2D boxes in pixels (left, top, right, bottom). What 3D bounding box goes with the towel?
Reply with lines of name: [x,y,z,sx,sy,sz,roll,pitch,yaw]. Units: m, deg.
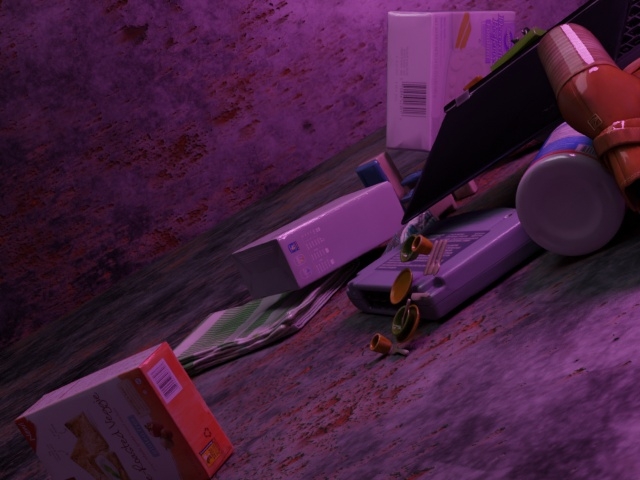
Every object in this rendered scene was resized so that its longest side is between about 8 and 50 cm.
towel: [-0.113,0.131,1.983,0.324,0.038,0.248,-25,10,34]

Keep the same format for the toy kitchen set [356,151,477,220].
toy kitchen set: [0.135,-0.083,2.064,0.207,0.122,0.166,-22,13,45]

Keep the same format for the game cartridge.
game cartridge: [0.164,0.028,1.605,0.198,0.062,0.297,-29,8,-16]

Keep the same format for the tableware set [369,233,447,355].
tableware set: [0.098,0.063,1.459,0.104,0.024,0.154,-4,64,69]

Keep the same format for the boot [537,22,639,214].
boot: [0.370,-0.113,1.340,0.109,0.220,0.283,-41,-39,27]

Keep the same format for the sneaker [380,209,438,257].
sneaker: [0.133,-0.001,1.840,0.076,0.065,0.166,-36,1,26]

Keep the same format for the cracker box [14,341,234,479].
cracker box: [-0.237,0.232,1.460,0.232,0.156,0.067,-25,11,35]

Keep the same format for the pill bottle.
pill bottle: [0.314,-0.076,1.456,0.124,0.124,0.221,-26,9,29]

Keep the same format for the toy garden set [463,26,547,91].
toy garden set: [0.383,-0.286,2.145,0.244,0.049,0.204,11,-39,-37]

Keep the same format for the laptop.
laptop: [0.363,-0.174,1.740,0.407,0.236,0.382,10,-31,-38]

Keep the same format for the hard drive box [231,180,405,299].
hard drive box: [0.000,0.000,1.987,0.232,0.089,0.181,-28,6,-27]

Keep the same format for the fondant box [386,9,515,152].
fondant box: [0.240,-0.295,2.213,0.096,0.238,0.330,7,13,32]

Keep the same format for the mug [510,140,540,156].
mug: [0.368,-0.237,2.094,0.169,0.150,0.113,-30,3,32]
